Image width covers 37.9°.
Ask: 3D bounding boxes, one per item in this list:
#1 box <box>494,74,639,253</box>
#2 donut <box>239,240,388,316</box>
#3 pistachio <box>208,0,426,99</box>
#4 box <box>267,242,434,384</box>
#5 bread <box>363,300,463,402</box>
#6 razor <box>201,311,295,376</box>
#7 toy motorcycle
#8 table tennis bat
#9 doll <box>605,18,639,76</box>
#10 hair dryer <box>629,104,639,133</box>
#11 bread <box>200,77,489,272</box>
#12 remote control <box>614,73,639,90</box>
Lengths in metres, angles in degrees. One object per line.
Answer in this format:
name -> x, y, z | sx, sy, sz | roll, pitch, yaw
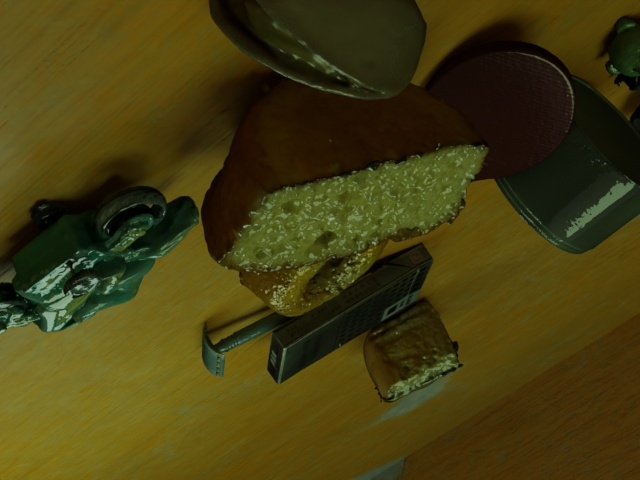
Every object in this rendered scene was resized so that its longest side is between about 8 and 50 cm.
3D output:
box -> 0.371, -0.110, 1.362 | 0.226, 0.226, 0.149 | 2, 142, -49
donut -> -0.002, 0.001, 1.346 | 0.253, 0.118, 0.253 | -37, 158, -17
pistachio -> 0.004, -0.205, 0.875 | 0.223, 0.152, 0.126 | 15, 139, -32
box -> 0.052, 0.135, 1.690 | 0.325, 0.047, 0.180 | -30, 158, -21
bread -> 0.182, 0.237, 1.965 | 0.204, 0.162, 0.262 | -31, 179, 4
razor -> -0.097, 0.144, 1.605 | 0.232, 0.068, 0.106 | -26, 159, -21
toy motorcycle -> -0.276, 0.037, 1.115 | 0.296, 0.109, 0.198 | -35, 158, 20
table tennis bat -> 0.215, -0.137, 1.247 | 0.200, 0.038, 0.310 | 16, 138, -9
doll -> 0.482, -0.266, 1.310 | 0.150, 0.077, 0.115 | -2, 134, 2
hair dryer -> 0.686, -0.201, 1.450 | 0.313, 0.123, 0.340 | -21, -161, -5
bread -> 0.011, -0.094, 1.069 | 0.340, 0.179, 0.194 | -14, 151, -25
remote control -> 0.645, -0.311, 1.456 | 0.399, 0.062, 0.144 | -17, 154, -23
